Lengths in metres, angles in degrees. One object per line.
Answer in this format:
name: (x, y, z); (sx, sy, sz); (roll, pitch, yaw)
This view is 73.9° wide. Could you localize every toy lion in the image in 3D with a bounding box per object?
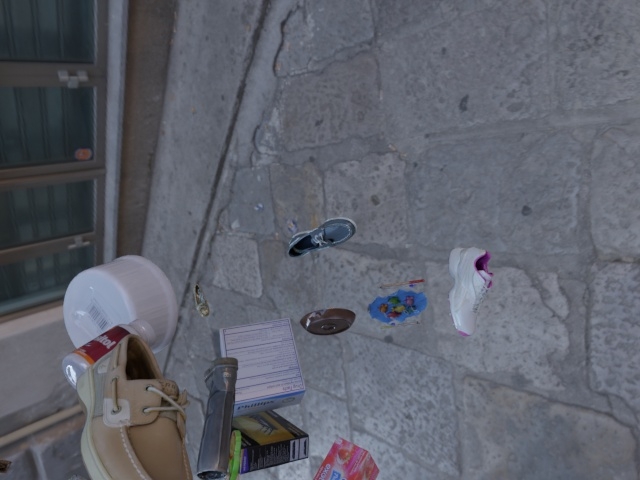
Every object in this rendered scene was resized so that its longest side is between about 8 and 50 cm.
toy lion: (-0.214, 0.530, 1.055); (0.100, 0.034, 0.096); (-129, 55, -65)

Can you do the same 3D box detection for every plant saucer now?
plant saucer: (0.024, 0.246, 1.262); (0.168, 0.168, 0.029); (-49, 38, 46)

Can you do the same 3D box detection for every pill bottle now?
pill bottle: (-0.395, 0.214, 0.810); (0.086, 0.152, 0.086); (10, 114, 24)

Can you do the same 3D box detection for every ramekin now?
ramekin: (-0.520, 0.183, 1.093); (0.277, 0.135, 0.277); (3, 98, 21)

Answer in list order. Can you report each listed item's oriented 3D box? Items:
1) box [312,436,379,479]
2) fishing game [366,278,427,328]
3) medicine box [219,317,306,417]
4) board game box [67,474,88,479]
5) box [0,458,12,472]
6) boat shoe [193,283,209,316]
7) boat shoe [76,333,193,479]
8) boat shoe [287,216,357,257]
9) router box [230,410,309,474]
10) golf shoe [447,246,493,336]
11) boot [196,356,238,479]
box: (0.064, 0.877, 1.480); (0.142, 0.300, 0.154); (8, 134, 39)
fishing game: (0.235, 0.208, 1.290); (0.264, 0.189, 0.041); (83, 180, -51)
medicine box: (-0.218, 0.456, 1.547); (0.149, 0.263, 0.289); (105, 154, -51)
board game box: (-0.552, 0.659, 0.957); (0.213, 0.046, 0.317); (26, 172, 0)
box: (-0.550, 0.290, 0.579); (0.201, 0.164, 0.021); (-15, 53, 33)
boat shoe: (-0.547, 0.276, 1.946); (0.048, 0.056, 0.153); (113, 141, -68)
boat shoe: (-0.219, 0.214, 0.524); (0.302, 0.098, 0.109); (26, 164, 51)
boat shoe: (0.000, 0.000, 1.683); (0.319, 0.099, 0.116); (-17, 115, 34)
router box: (-0.220, 0.677, 1.463); (0.309, 0.242, 0.081); (-5, 83, 57)
golf shoe: (0.510, 0.168, 1.432); (0.140, 0.115, 0.306); (-11, 75, 46)
boot: (-0.203, 0.359, 0.847); (0.190, 0.076, 0.209); (110, 157, -55)
